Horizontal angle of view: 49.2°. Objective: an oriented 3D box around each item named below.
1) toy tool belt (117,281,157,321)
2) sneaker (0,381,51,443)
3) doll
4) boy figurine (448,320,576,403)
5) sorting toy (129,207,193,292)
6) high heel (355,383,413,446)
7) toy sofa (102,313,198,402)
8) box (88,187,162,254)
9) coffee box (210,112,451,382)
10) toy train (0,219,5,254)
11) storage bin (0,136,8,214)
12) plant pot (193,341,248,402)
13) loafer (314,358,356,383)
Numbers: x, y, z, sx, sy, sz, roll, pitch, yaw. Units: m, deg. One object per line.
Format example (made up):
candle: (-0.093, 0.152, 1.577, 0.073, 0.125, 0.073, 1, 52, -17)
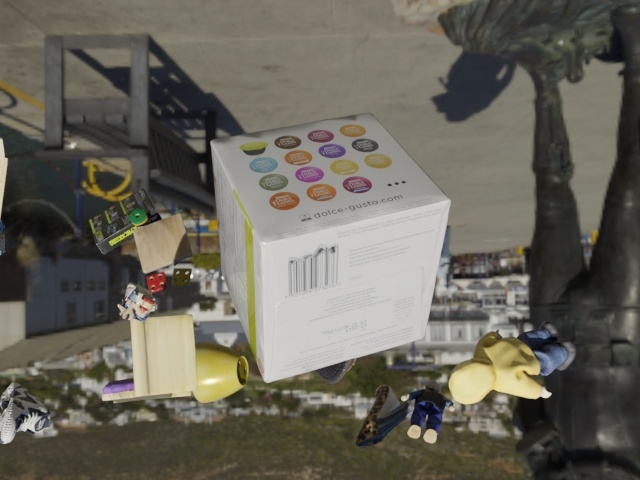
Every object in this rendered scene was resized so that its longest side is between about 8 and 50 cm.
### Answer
toy tool belt: (-0.260, 0.096, 0.992, 0.052, 0.051, 0.083, 29, 179, -26)
sneaker: (-0.833, 0.512, 1.984, 0.153, 0.094, 0.235, 38, 180, -27)
doll: (0.253, 0.395, 1.662, 0.129, 0.046, 0.189, 13, -150, 13)
boy figurine: (0.383, 0.256, 1.406, 0.285, 0.092, 0.177, -17, -133, -27)
sorting toy: (-0.401, 0.021, 1.810, 0.132, 0.274, 0.046, -21, 150, -3)
high heel: (0.152, 0.513, 2.053, 0.186, 0.093, 0.261, -33, -173, -10)
toy sofa: (-0.355, 0.254, 1.459, 0.177, 0.150, 0.362, -3, 167, -12)
box: (-0.548, -0.058, 1.953, 0.184, 0.045, 0.191, -35, -148, -8)
coffee box: (0.000, 0.000, 1.333, 0.338, 0.338, 0.334, -13, -139, -17)
toy train: (-0.934, -0.002, 1.961, 0.080, 0.105, 0.184, -1, -173, -14)
storage bin: (-0.661, -0.051, 1.266, 0.123, 0.260, 0.262, 8, 174, -31)
plant pot: (-0.214, 0.287, 1.533, 0.095, 0.134, 0.134, -6, 176, 16)
loafer: (0.075, 0.207, 1.692, 0.130, 0.366, 0.134, -24, -122, -43)
